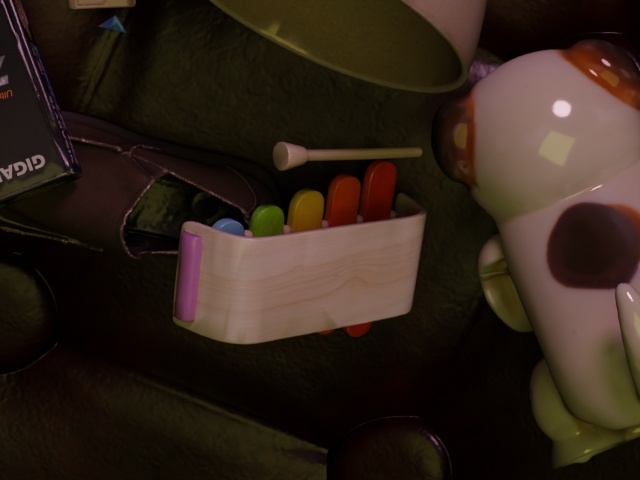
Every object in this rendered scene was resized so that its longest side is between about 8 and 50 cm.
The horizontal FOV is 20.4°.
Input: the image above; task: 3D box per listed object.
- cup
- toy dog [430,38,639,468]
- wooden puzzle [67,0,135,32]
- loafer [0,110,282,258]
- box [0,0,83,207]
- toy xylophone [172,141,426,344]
[{"bbox_3d":[0.039,-0.326,1.744,0.331,0.331,0.237,28,79,-13],"label":"cup"},{"bbox_3d":[0.267,0.004,1.831,0.284,0.395,0.408,-26,76,19],"label":"toy dog"},{"bbox_3d":[-0.232,-0.280,1.872,0.078,0.014,0.116,5,109,-1],"label":"wooden puzzle"},{"bbox_3d":[-0.219,-0.052,1.889,0.366,0.130,0.134,6,108,-6],"label":"loafer"},{"bbox_3d":[-0.431,-0.152,1.821,0.295,0.073,0.293,-20,86,3],"label":"box"},{"bbox_3d":[0.000,0.000,1.866,0.322,0.081,0.236,1,109,-42],"label":"toy xylophone"}]
